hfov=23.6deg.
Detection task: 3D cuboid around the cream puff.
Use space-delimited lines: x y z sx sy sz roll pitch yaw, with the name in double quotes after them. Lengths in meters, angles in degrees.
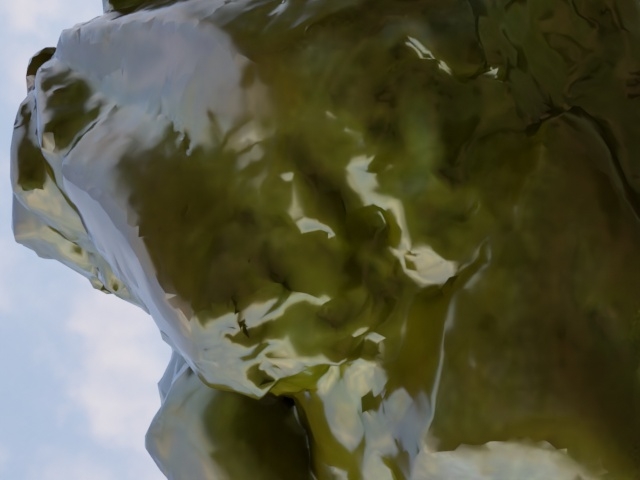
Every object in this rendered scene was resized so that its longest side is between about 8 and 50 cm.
0.000 0.000 0.689 0.275 0.378 0.378 -1 -119 -9 "cream puff"
